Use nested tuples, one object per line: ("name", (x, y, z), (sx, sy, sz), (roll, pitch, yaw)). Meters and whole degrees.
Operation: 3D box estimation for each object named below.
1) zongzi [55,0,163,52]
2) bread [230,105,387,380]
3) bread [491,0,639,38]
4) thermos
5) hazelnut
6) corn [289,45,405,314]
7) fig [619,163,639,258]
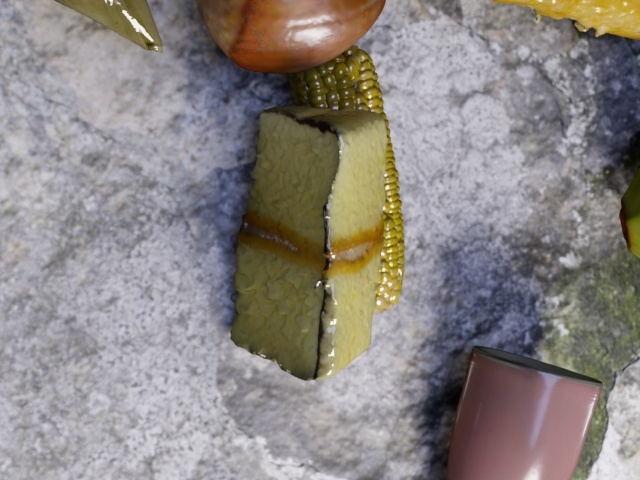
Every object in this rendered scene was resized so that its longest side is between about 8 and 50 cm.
("zongzi", (-0.324, -0.277, 1.553), (0.273, 0.145, 0.300), (-24, 103, -14))
("bread", (0.000, 0.000, 1.613), (0.141, 0.178, 0.266), (0, 103, -18))
("bread", (0.238, -0.352, 1.693), (0.375, 0.165, 0.237), (7, 79, -37))
("thermos", (0.211, 0.262, 1.731), (0.176, 0.146, 0.265), (12, 94, -44))
("hazelnut", (-0.032, -0.273, 1.624), (0.214, 0.176, 0.214), (3, 70, -9))
("corn", (0.034, -0.064, 1.690), (0.101, 0.101, 0.292), (-10, 93, -19))
("fig", (0.487, -0.056, 1.753), (0.316, 0.316, 0.316), (0, 89, -19))
